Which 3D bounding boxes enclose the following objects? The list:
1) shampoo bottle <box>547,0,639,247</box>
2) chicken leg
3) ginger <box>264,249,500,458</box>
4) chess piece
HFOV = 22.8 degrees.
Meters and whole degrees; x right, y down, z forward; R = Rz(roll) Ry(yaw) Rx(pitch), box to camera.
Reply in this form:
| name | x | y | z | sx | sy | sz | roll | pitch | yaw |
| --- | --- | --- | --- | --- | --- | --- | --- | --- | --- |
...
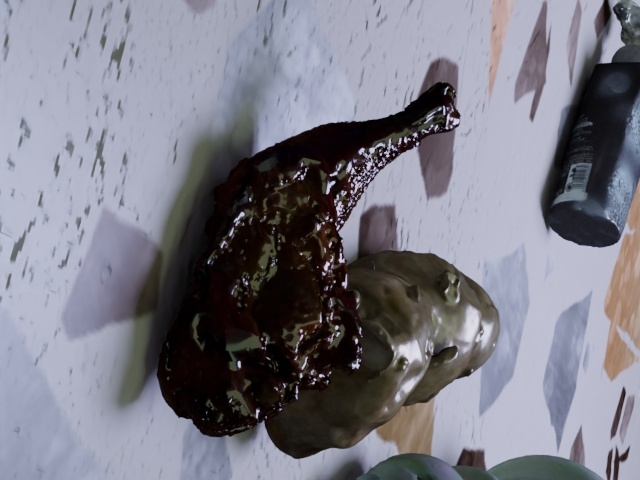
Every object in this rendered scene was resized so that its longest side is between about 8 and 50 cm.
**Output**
| name | x | y | z | sx | sy | sz | roll | pitch | yaw |
| --- | --- | --- | --- | --- | --- | --- | --- | --- | --- |
| shampoo bottle | 0.227 | -0.094 | 1.236 | 0.063 | 0.057 | 0.207 | 58 | 44 | -47 |
| chicken leg | -0.006 | -0.002 | 0.703 | 0.205 | 0.093 | 0.053 | -66 | -170 | -21 |
| ginger | 0.035 | 0.049 | 0.812 | 0.104 | 0.080 | 0.204 | -54 | 166 | 23 |
| chess piece | 0.092 | 0.178 | 0.958 | 0.272 | 0.139 | 0.139 | 32 | 68 | -54 |
